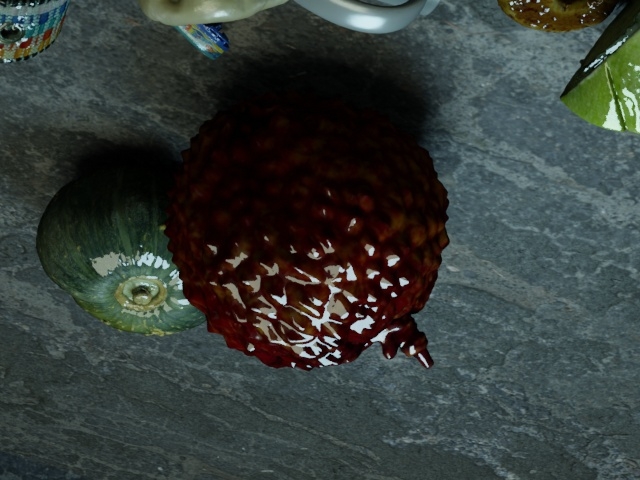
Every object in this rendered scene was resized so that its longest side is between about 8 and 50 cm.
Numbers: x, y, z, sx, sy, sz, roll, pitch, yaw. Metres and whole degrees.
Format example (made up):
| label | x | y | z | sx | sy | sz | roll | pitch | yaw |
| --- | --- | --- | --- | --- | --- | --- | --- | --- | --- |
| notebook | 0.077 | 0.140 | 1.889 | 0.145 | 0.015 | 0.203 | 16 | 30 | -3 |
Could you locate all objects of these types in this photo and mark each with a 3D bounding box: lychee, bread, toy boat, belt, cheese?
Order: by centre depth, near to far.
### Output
| label | x | y | z | sx | sy | sz | roll | pitch | yaw |
| --- | --- | --- | --- | --- | --- | --- | --- | --- | --- |
| cheese | -0.135 | -0.361 | 1.789 | 0.217 | 0.235 | 0.117 | -11 | 124 | -10 |
| bread | 0.319 | -0.347 | 1.820 | 0.193 | 0.064 | 0.193 | 2 | 148 | 1 |
| belt | -0.481 | -0.362 | 1.866 | 0.295 | 0.207 | 0.160 | 19 | 143 | -10 |
| toy boat | -0.175 | -0.347 | 1.941 | 0.110 | 0.091 | 0.175 | -43 | 123 | 10 |
| lychee | 0.000 | 0.000 | 2.071 | 0.500 | 0.424 | 0.424 | 41 | 143 | 3 |

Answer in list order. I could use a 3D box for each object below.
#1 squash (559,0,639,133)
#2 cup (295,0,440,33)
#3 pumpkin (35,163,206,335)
| label | x | y | z | sx | sy | sz | roll | pitch | yaw |
| --- | --- | --- | --- | --- | --- | --- | --- | --- | --- |
| squash | 0.438 | -0.309 | 1.687 | 0.210 | 0.234 | 0.309 | 22 | 139 | 21 |
| cup | 0.003 | -0.389 | 1.606 | 0.326 | 0.323 | 0.237 | 16 | 145 | -11 |
| pumpkin | -0.311 | 0.021 | 2.334 | 0.291 | 0.257 | 0.328 | -15 | 136 | 12 |
